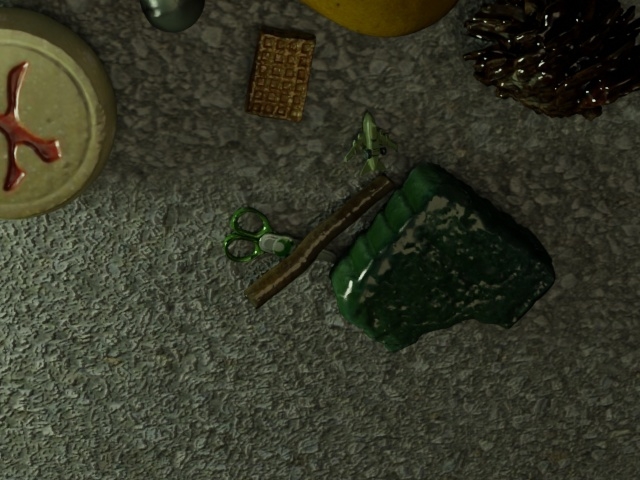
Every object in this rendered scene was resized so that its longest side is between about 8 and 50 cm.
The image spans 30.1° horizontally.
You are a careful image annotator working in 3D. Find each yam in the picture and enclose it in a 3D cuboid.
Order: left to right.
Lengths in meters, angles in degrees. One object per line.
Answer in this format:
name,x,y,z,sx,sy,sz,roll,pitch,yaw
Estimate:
yam,0.000,0.000,2.079,0.327,0.045,0.045,-41,77,-1

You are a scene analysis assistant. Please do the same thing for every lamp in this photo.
lamp,-0.232,-0.378,1.862,0.105,0.105,0.105,-4,114,-8

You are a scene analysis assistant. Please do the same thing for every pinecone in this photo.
pinecone,0.374,-0.325,1.904,0.296,0.298,0.242,36,75,-27

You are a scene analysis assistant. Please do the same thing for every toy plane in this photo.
toy plane,0.089,-0.166,2.048,0.102,0.040,0.111,-15,119,-24

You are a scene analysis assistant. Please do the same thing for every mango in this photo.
mango,0.050,-0.457,1.819,0.377,0.221,0.264,13,114,-6

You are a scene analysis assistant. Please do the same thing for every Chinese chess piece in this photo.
Chinese chess piece,-0.491,-0.199,1.875,0.338,0.140,0.338,-4,114,-9

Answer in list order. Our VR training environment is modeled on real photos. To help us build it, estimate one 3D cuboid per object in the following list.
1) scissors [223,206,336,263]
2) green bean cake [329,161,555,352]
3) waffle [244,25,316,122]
scissors,-0.066,0.007,2.103,0.204,0.027,0.101,14,112,-17
green bean cake,0.210,0.057,2.099,0.300,0.169,0.308,35,104,-20
waffle,-0.066,-0.275,1.970,0.102,0.042,0.148,6,112,-14
